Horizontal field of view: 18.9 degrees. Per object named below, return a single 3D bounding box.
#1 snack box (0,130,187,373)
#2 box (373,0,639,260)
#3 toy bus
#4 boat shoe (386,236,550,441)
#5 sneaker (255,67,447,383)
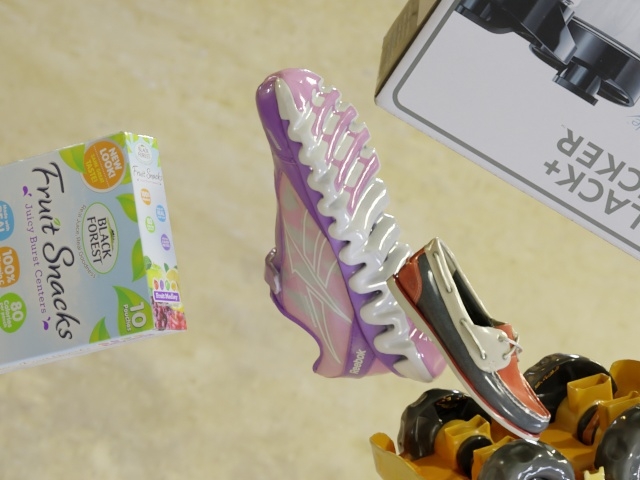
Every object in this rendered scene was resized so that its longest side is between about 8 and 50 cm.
[{"bbox_3d":[-0.142,0.010,0.966,0.141,0.100,0.037,-13,-8,24],"label":"snack box"},{"bbox_3d":[0.170,-0.147,0.874,0.169,0.290,0.087,31,25,-10],"label":"box"},{"bbox_3d":[0.158,0.200,1.299,0.220,0.211,0.149,-12,20,-21],"label":"toy bus"},{"bbox_3d":[0.096,0.060,1.166,0.137,0.043,0.049,51,15,16],"label":"boat shoe"},{"bbox_3d":[0.000,0.000,1.307,0.104,0.236,0.095,-16,16,28],"label":"sneaker"}]
